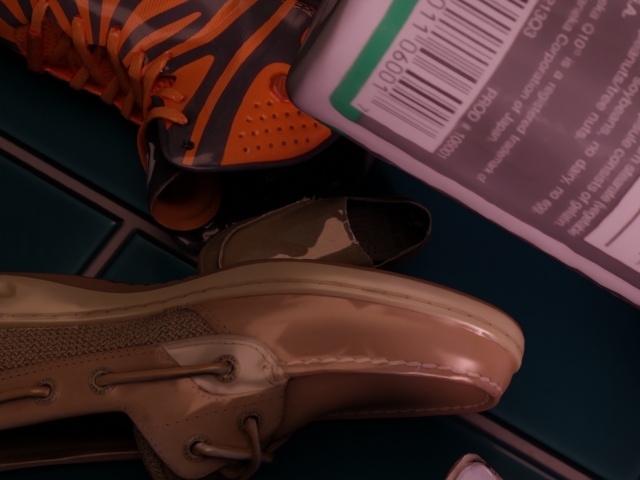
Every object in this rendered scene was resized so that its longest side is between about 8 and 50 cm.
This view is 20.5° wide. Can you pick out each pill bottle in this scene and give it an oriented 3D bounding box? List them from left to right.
[{"bbox_3d":[0.181,-0.073,0.937,0.361,0.204,0.204,30,62,-7],"label":"pill bottle"}]

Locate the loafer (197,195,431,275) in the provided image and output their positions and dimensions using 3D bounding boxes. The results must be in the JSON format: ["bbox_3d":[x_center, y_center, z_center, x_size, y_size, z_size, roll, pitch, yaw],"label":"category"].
[{"bbox_3d":[0.000,0.000,0.989,0.148,0.050,0.056,-18,81,-29],"label":"loafer"}]

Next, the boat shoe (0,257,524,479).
[{"bbox_3d":[-0.064,0.083,0.930,0.341,0.122,0.110,-1,65,8],"label":"boat shoe"}]

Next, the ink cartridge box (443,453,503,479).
[{"bbox_3d":[0.028,0.265,0.703,0.130,0.309,0.272,8,55,50],"label":"ink cartridge box"}]

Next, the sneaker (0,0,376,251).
[{"bbox_3d":[-0.111,-0.101,1.020,0.321,0.125,0.180,9,59,2],"label":"sneaker"}]
